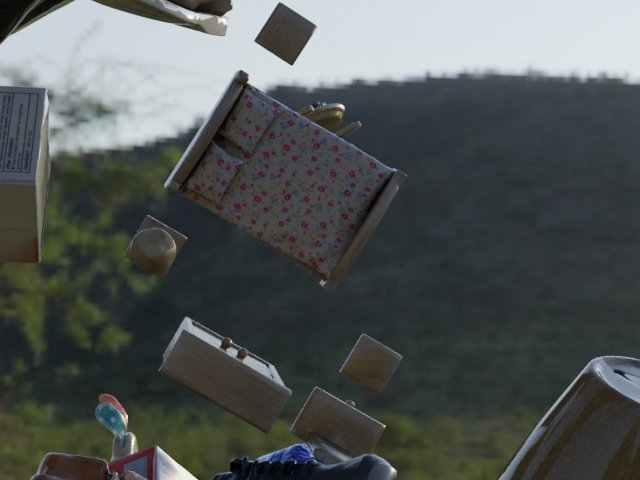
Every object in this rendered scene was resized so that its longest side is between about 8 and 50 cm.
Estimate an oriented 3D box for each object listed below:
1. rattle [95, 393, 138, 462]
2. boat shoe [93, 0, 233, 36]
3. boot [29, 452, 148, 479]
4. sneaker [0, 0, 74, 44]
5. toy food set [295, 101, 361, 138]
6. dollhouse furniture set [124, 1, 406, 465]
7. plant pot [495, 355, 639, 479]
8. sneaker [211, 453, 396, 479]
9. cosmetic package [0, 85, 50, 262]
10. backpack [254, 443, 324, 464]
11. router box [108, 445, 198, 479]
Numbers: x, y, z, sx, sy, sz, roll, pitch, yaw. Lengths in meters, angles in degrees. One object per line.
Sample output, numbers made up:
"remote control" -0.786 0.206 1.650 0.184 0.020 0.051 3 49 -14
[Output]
"rattle" -0.208 0.292 2.217 0.143 0.199 0.130 -4 -13 19
"boat shoe" -0.150 -0.263 1.724 0.117 0.096 0.324 18 6 10
"boot" -0.272 0.273 1.622 0.283 0.220 0.109 21 -48 -12
"sneaker" -0.154 -0.235 1.282 0.448 0.169 0.257 -9 5 42
"toy food set" -0.036 -0.129 1.998 0.132 0.038 0.192 -29 -11 14
"dollhouse furniture set" 0.000 0.000 1.661 0.303 0.355 0.174 31 0 -6
"plant pot" 0.210 0.222 1.278 0.237 0.254 0.237 16 14 -4
"sneaker" -0.042 0.239 1.532 0.267 0.106 0.101 -36 11 43
"cosmetic package" -0.432 -0.072 1.807 0.296 0.153 0.129 3 -43 -4
"backpack" -0.023 0.265 1.780 0.101 0.098 0.120 -20 16 13
"router box" -0.217 0.382 1.960 0.301 0.082 0.335 -23 -43 20
